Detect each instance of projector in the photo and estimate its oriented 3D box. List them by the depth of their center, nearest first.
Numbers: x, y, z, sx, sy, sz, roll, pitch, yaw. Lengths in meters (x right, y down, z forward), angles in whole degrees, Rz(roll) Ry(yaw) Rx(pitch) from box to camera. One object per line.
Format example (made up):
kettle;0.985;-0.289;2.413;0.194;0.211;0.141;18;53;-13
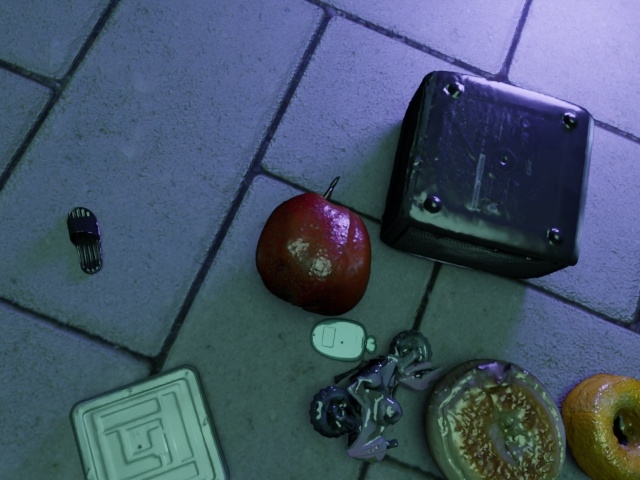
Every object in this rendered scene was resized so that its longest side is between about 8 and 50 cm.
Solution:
projector;0.373;-0.144;1.241;0.406;0.242;0.394;15;76;-2

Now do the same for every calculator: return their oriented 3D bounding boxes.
calculator;0.054;0.225;1.223;0.153;0.021;0.095;10;76;-1

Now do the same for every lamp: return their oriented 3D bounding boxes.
lamp;-0.350;0.421;1.111;0.269;0.047;0.266;-18;78;-11

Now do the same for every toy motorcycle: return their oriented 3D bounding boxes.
toy motorcycle;0.134;0.337;1.153;0.327;0.143;0.188;-29;90;-28

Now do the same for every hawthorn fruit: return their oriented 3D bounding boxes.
hawthorn fruit;0.000;0.000;1.153;0.254;0.254;0.300;21;82;-1

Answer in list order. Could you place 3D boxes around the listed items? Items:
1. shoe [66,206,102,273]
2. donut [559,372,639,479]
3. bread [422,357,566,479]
shoe;-0.522;-0.005;1.194;0.062;0.053;0.159;-16;81;-7
donut;0.663;0.418;1.210;0.254;0.118;0.253;8;67;-18
bread;0.361;0.400;1.147;0.306;0.159;0.305;1;79;-4
